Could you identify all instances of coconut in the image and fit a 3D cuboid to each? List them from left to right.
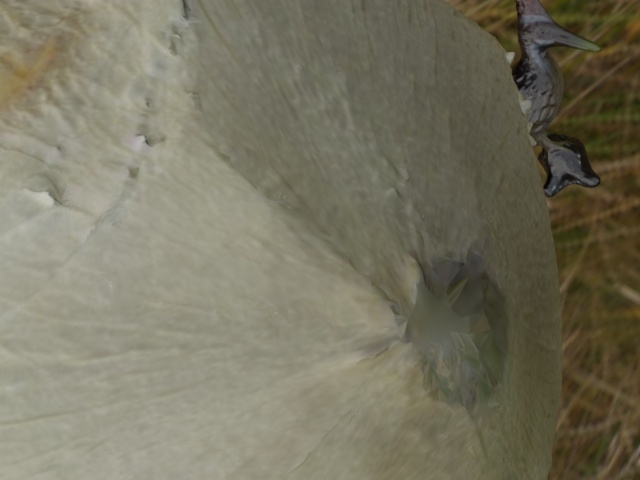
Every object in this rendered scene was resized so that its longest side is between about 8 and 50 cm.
[{"bbox_3d":[-0.045,0.016,0.584,0.247,0.245,0.245,-5,106,47],"label":"coconut"}]

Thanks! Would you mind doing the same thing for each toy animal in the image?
[{"bbox_3d":[0.168,-0.106,1.587,0.105,0.070,0.202,-5,126,-4],"label":"toy animal"}]
